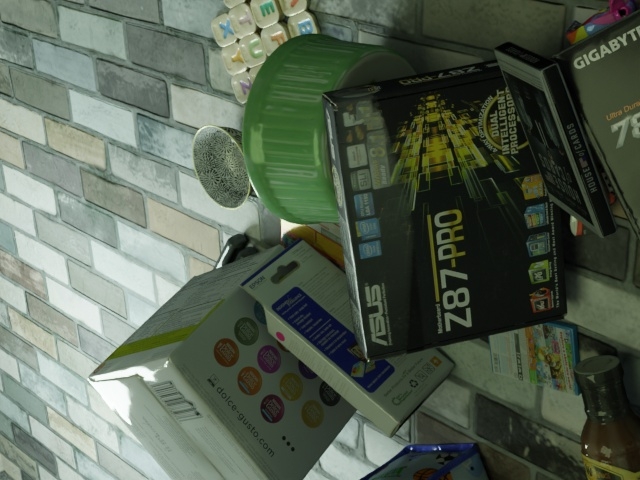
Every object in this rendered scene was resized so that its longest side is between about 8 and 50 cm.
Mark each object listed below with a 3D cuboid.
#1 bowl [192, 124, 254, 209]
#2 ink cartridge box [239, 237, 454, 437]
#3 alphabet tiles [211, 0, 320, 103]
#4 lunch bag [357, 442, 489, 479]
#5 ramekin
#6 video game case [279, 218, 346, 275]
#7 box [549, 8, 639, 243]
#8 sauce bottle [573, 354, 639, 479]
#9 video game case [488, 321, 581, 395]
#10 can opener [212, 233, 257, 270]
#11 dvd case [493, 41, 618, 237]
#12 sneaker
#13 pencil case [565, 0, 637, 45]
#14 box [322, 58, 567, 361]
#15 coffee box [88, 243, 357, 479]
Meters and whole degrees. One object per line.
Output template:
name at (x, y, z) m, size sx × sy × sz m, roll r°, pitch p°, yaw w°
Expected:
bowl at (-0.165, -0.152, 2.008) m, size 0.170 × 0.080 × 0.170 m, roll 26°, pitch 128°, yaw 38°
ink cartridge box at (0.042, 0.164, 1.832) m, size 0.371 × 0.175 × 0.069 m, roll 41°, pitch 141°, yaw 13°
alphabet tiles at (-0.098, -0.353, 1.872) m, size 0.278 × 0.021 × 0.284 m, roll -9°, pitch 103°, yaw 50°
lunch bag at (0.141, 0.584, 1.826) m, size 0.239 × 0.385 × 0.328 m, roll -19°, pitch 96°, yaw 51°
ramekin at (0.037, -0.166, 1.606) m, size 0.148 × 0.303 × 0.304 m, roll 11°, pitch 118°, yaw 41°
video game case at (0.000, 0.000, 1.926) m, size 0.204 × 0.025 × 0.285 m, roll 31°, pitch 137°, yaw 34°
box at (0.468, -0.157, 1.222) m, size 0.295 × 0.073 × 0.293 m, roll -25°, pitch 92°, yaw 27°
sauce bottle at (0.454, 0.343, 1.565) m, size 0.111 × 0.111 × 0.345 m, roll -5°, pitch 105°, yaw 49°
video game case at (0.342, 0.177, 1.673) m, size 0.166 × 0.015 × 0.119 m, roll 11°, pitch 117°, yaw 45°
can opener at (-0.222, 0.101, 2.197) m, size 0.076 × 0.095 × 0.283 m, roll 49°, pitch 139°, yaw 17°
dvd case at (0.303, -0.134, 1.347) m, size 0.179 × 0.029 × 0.239 m, roll -117°, pitch 2°, yaw -69°
sneaker at (0.390, -0.080, 1.462) m, size 0.064 × 0.061 × 0.158 m, roll 6°, pitch 119°, yaw 17°
pencil case at (0.404, -0.194, 1.334) m, size 0.104 × 0.104 × 0.236 m, roll -24°, pitch 94°, yaw 51°
box at (0.184, -0.046, 1.497) m, size 0.097 × 0.318 × 0.395 m, roll -119°, pitch 20°, yaw -68°
coffee box at (-0.161, 0.260, 1.977) m, size 0.338 × 0.334 × 0.338 m, roll -20°, pitch 111°, yaw 51°
